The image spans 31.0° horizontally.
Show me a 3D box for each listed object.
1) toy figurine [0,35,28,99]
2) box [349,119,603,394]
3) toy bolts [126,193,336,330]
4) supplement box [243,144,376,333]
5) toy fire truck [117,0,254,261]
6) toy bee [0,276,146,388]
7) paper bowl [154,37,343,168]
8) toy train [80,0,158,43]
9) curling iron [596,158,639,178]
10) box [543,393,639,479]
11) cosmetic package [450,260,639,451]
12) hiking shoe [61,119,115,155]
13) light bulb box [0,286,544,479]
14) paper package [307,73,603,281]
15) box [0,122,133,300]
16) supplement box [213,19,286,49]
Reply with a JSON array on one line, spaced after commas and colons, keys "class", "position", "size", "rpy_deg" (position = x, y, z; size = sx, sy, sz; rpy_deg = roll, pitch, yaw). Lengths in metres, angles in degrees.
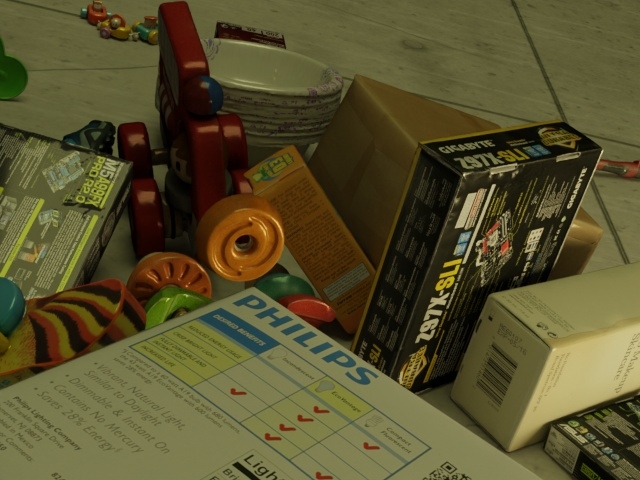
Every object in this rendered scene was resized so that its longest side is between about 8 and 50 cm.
[{"class": "toy figurine", "position": [-0.547, -0.303, 1.816], "size": [0.173, 0.130, 0.159], "rpy_deg": [27, 12, -26]}, {"class": "box", "position": [0.177, 0.025, 1.353], "size": [0.257, 0.322, 0.079], "rpy_deg": [-12, 40, -39]}, {"class": "toy bolts", "position": [-0.096, 0.036, 1.352], "size": [0.228, 0.218, 0.158], "rpy_deg": [21, 17, -29]}, {"class": "supplement box", "position": [0.000, 0.000, 1.411], "size": [0.080, 0.233, 0.078], "rpy_deg": [-35, 29, 2]}, {"class": "toy fire truck", "position": [-0.170, -0.133, 1.486], "size": [0.169, 0.254, 0.302], "rpy_deg": [-7, 42, -12]}, {"class": "toy bee", "position": [-0.317, 0.131, 1.129], "size": [0.195, 0.298, 0.162], "rpy_deg": [38, 46, -35]}, {"class": "paper bowl", "position": [-0.113, -0.207, 1.779], "size": [0.284, 0.148, 0.284], "rpy_deg": [8, 21, -3]}, {"class": "toy train", "position": [-0.361, -0.414, 2.150], "size": [0.166, 0.046, 0.125], "rpy_deg": [7, 30, -15]}, {"class": "curling iron", "position": [0.570, -0.139, 2.135], "size": [0.274, 0.035, 0.068], "rpy_deg": [7, 30, -15]}, {"class": "box", "position": [0.386, 0.255, 1.318], "size": [0.184, 0.045, 0.191], "rpy_deg": [-8, 32, -35]}, {"class": "cosmetic package", "position": [0.322, 0.133, 1.406], "size": [0.309, 0.160, 0.113], "rpy_deg": [-9, 38, -36]}, {"class": "hiking shoe", "position": [-0.360, -0.092, 1.510], "size": [0.132, 0.113, 0.304], "rpy_deg": [17, 29, 2]}, {"class": "light bulb box", "position": [-0.071, 0.255, 0.925], "size": [0.358, 0.225, 0.361], "rpy_deg": [32, 32, 28]}, {"class": "paper package", "position": [0.181, -0.057, 1.610], "size": [0.309, 0.168, 0.325], "rpy_deg": [15, 25, -33]}, {"class": "box", "position": [-0.360, -0.008, 1.316], "size": [0.216, 0.060, 0.270], "rpy_deg": [16, 52, 1]}, {"class": "supplement box", "position": [-0.125, -0.307, 2.051], "size": [0.130, 0.073, 0.239], "rpy_deg": [9, 30, -13]}]
